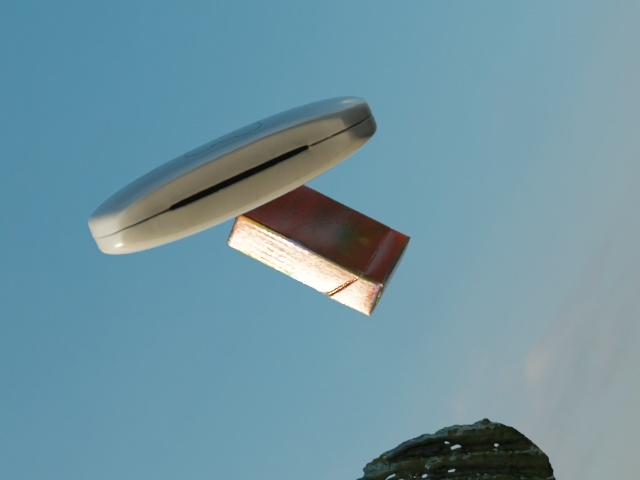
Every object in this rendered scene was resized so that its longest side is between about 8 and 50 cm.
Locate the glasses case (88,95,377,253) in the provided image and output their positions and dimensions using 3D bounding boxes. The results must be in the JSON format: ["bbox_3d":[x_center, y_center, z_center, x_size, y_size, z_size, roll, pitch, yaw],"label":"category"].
[{"bbox_3d":[-0.055,-0.042,0.751,0.049,0.193,0.074,65,174,-11],"label":"glasses case"}]

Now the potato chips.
[{"bbox_3d":[0.093,0.197,0.949,0.028,0.207,0.092,114,145,-63],"label":"potato chips"}]

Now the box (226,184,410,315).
[{"bbox_3d":[0.000,0.001,1.284,0.112,0.175,0.048,-54,-11,-55],"label":"box"}]
